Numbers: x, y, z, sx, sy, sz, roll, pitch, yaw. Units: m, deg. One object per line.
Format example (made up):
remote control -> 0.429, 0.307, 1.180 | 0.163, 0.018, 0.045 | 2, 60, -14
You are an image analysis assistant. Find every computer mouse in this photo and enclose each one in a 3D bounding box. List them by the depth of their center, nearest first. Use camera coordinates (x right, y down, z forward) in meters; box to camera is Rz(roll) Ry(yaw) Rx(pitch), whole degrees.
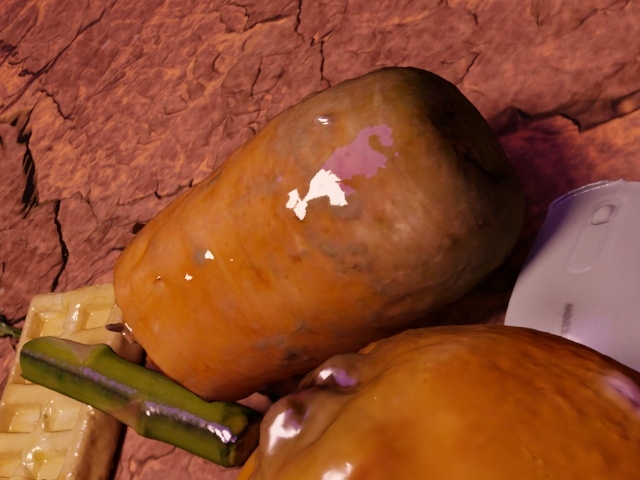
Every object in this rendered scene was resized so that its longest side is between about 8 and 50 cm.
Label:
computer mouse -> 0.216, 0.039, 0.759 | 0.128, 0.079, 0.231 | -4, 55, 34

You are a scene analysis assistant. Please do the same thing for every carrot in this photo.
carrot -> 0.000, 0.000, 0.854 | 0.340, 0.224, 0.224 | -34, 45, 25

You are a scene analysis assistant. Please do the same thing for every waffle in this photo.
waffle -> -0.281, 0.171, 1.066 | 0.168, 0.057, 0.274 | -9, 55, 33

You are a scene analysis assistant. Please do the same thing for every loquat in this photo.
loquat -> 0.094, 0.204, 0.566 | 0.328, 0.328, 0.328 | -20, 50, 26

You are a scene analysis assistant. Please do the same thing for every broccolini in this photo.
broccolini -> -0.396, 0.110, 1.230 | 0.140, 0.030, 0.035 | 8, 30, 36

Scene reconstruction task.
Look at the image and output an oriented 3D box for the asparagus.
asparagus -> -0.180, 0.153, 0.953 | 0.277, 0.060, 0.067 | 18, 70, 28
